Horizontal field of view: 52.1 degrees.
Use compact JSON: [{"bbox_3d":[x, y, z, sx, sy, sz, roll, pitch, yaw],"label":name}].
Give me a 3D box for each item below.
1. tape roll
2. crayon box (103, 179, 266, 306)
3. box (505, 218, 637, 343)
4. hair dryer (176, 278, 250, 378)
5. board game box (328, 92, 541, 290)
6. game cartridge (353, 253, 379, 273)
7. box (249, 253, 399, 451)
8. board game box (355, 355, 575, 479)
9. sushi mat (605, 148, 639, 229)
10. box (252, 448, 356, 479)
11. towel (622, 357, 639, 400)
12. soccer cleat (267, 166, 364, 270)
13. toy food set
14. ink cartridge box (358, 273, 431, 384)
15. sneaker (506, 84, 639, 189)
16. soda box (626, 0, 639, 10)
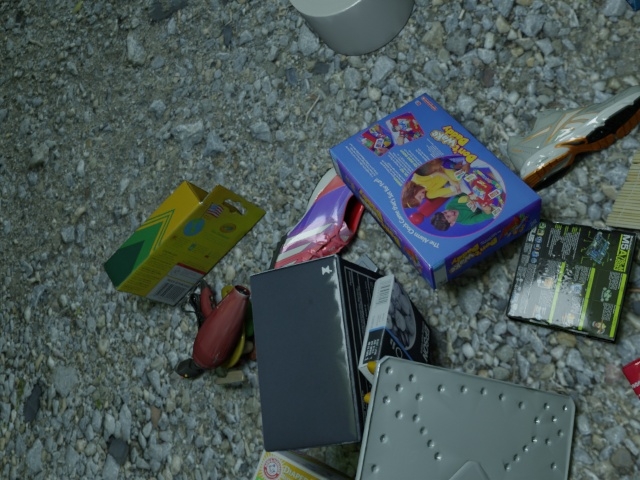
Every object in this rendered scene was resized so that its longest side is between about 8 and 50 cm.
[{"bbox_3d":[0.067,-0.558,1.445,0.246,0.169,0.246,-9,71,26],"label":"tape roll"},{"bbox_3d":[-0.295,-0.004,1.449,0.318,0.202,0.081,-43,61,8],"label":"crayon box"},{"bbox_3d":[0.436,0.065,1.142,0.184,0.045,0.191,11,79,27],"label":"box"},{"bbox_3d":[-0.240,0.162,1.378,0.293,0.080,0.224,-26,60,46],"label":"hair dryer"},{"bbox_3d":[0.204,-0.105,1.226,0.233,0.078,0.347,-31,54,-7],"label":"board game box"},{"bbox_3d":[0.079,0.074,1.339,0.083,0.017,0.056,-46,57,8],"label":"game cartridge"},{"bbox_3d":[0.030,0.204,1.156,0.182,0.294,0.296,-14,72,23],"label":"box"},{"bbox_3d":[0.209,0.401,0.994,0.050,0.390,0.390,-11,65,63],"label":"board game box"},{"bbox_3d":[0.603,-0.076,1.019,0.316,0.019,0.151,14,79,61],"label":"sushi mat"},{"bbox_3d":[-0.021,0.475,1.220,0.203,0.103,0.114,17,83,30],"label":"box"},{"bbox_3d":[0.621,0.269,0.993,0.199,0.031,0.275,-32,63,16],"label":"towel"},{"bbox_3d":[0.000,0.000,1.350,0.116,0.108,0.318,27,85,35],"label":"soccer cleat"},{"bbox_3d":[-0.175,0.206,1.408,0.128,0.071,0.218,-30,58,45],"label":"toy food set"},{"bbox_3d":[0.146,0.199,1.110,0.045,0.208,0.206,-21,31,27],"label":"ink cartridge box"},{"bbox_3d":[0.456,-0.213,1.187,0.262,0.099,0.121,-33,58,14],"label":"sneaker"},{"bbox_3d":[0.650,-0.517,1.188,0.210,0.071,0.067,-31,63,16],"label":"soda box"}]
